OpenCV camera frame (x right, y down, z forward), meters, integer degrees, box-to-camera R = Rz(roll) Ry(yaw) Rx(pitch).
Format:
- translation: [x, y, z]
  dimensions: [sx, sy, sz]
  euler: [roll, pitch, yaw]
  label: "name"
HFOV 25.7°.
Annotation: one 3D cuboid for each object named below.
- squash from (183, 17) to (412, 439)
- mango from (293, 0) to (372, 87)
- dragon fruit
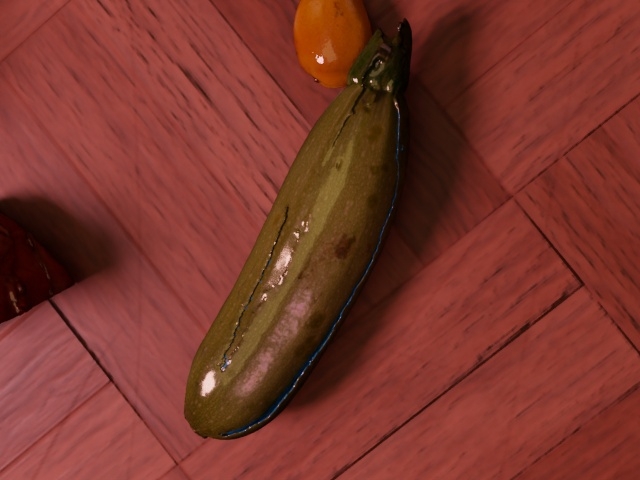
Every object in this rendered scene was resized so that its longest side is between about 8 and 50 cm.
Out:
- translation: [0.000, 0.000, 1.025]
  dimensions: [0.094, 0.094, 0.341]
  euler: [28, 97, 7]
  label: "squash"
- translation: [0.010, -0.157, 1.039]
  dimensions: [0.060, 0.046, 0.089]
  euler: [2, 81, 8]
  label: "mango"
- translation: [-0.283, 0.033, 1.030]
  dimensions: [0.122, 0.192, 0.092]
  euler: [-21, 97, 25]
  label: "dragon fruit"
